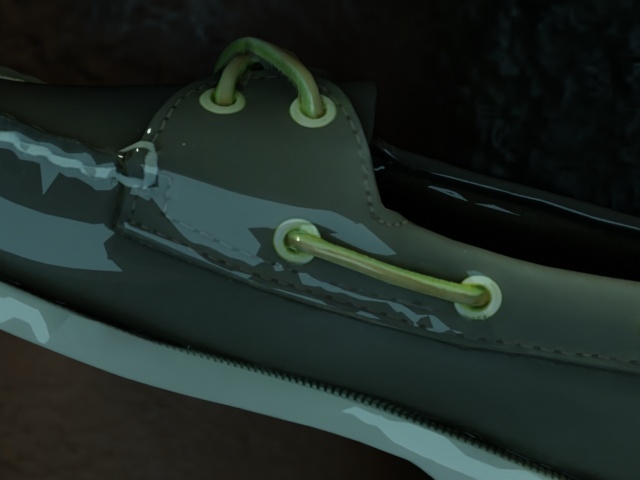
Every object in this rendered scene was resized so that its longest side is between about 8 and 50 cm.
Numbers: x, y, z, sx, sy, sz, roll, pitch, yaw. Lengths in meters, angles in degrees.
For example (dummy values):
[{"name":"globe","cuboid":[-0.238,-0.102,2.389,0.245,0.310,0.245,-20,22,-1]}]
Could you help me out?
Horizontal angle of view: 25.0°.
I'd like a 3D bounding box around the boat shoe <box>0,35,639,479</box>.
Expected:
[{"name":"boat shoe","cuboid":[0.000,-0.001,0.386,0.305,0.109,0.091,22,103,-8]}]
